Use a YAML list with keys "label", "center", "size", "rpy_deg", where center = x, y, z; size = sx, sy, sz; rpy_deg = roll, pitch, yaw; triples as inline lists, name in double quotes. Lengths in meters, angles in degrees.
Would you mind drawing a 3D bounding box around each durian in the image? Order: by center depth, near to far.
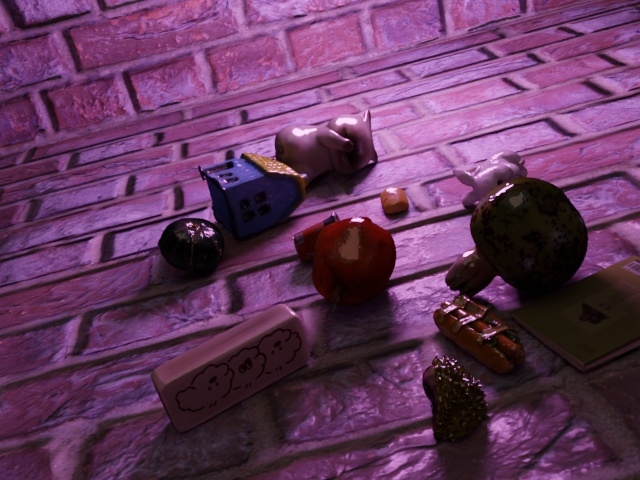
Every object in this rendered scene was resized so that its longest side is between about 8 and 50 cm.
- label: "durian"
  center: [0.257, 0.282, 1.307]
  size: [0.118, 0.108, 0.187]
  rpy_deg: [-9, 30, 9]

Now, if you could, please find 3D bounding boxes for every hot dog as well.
- label: "hot dog"
  center: [0.341, 0.195, 1.461]
  size: [0.109, 0.072, 0.269]
  rpy_deg: [-27, 31, -18]

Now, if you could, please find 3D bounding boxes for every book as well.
- label: "book"
  center: [0.624, 0.144, 1.461]
  size: [0.352, 0.035, 0.239]
  rpy_deg: [-23, 29, -14]

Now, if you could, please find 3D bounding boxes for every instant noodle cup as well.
- label: "instant noodle cup"
  center: [0.001, 0.002, 1.899]
  size: [0.135, 0.127, 0.127]
  rpy_deg: [-19, 29, 8]

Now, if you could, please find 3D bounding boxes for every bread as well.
- label: "bread"
  center: [0.224, -0.128, 2.075]
  size: [0.082, 0.056, 0.115]
  rpy_deg: [-12, 29, 5]

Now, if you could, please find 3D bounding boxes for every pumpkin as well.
- label: "pumpkin"
  center: [-0.376, 0.013, 1.998]
  size: [0.190, 0.146, 0.190]
  rpy_deg: [22, 30, -14]

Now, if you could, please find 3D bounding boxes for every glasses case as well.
- label: "glasses case"
  center: [-0.188, 0.273, 1.481]
  size: [0.336, 0.144, 0.076]
  rpy_deg: [-27, 32, -20]

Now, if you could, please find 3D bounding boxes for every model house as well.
- label: "model house"
  center: [-0.202, -0.158, 2.171]
  size: [0.303, 0.216, 0.237]
  rpy_deg: [-20, 29, -20]

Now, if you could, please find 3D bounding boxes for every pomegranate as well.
- label: "pomegranate"
  center: [0.439, 0.017, 1.579]
  size: [0.340, 0.285, 0.285]
  rpy_deg: [-40, 25, 17]

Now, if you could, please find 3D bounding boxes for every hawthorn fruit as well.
- label: "hawthorn fruit"
  center: [0.071, 0.072, 1.667]
  size: [0.211, 0.211, 0.299]
  rpy_deg: [1, 43, 24]

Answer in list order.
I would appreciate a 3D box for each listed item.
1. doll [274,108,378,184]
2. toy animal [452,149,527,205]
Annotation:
- label: "doll"
  center: [0.007, -0.308, 2.323]
  size: [0.370, 0.215, 0.226]
  rpy_deg: [-12, 13, 7]
- label: "toy animal"
  center: [0.497, -0.177, 1.972]
  size: [0.178, 0.128, 0.193]
  rpy_deg: [15, 42, 44]
